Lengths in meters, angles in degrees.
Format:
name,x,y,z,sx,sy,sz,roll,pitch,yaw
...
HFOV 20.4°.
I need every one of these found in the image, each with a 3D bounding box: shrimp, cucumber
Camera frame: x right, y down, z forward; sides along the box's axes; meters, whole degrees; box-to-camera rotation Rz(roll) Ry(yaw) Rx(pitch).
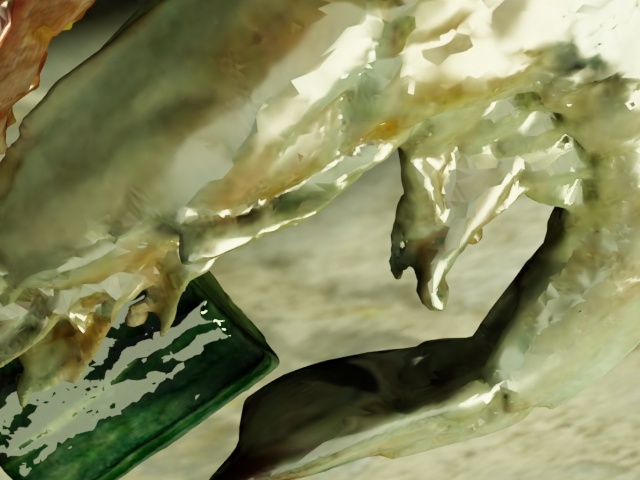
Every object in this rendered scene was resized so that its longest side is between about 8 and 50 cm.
name,x,y,z,sx,sy,sz,roll,pitch,yaw
shrimp,0.000,0.000,0.614,0.360,0.085,0.247,-25,128,3
cucumber,-0.084,0.052,0.701,0.115,0.062,0.116,-36,138,6

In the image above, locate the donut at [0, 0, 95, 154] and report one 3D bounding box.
name,x,y,z,sx,sy,sz,roll,pitch,yaw
donut,-0.064,-0.128,0.407,0.230,0.096,0.216,-47,166,-11
